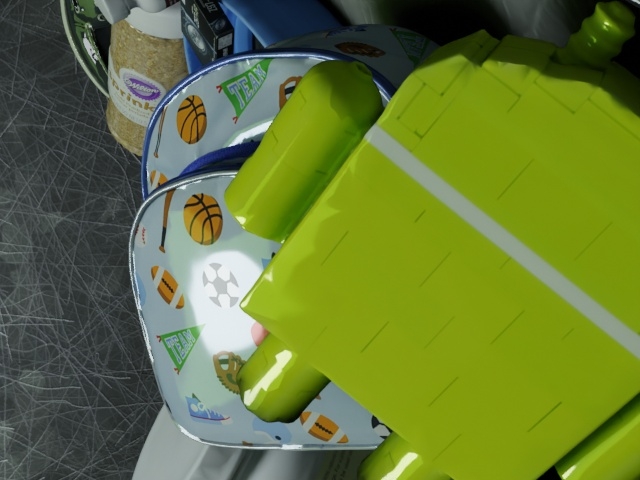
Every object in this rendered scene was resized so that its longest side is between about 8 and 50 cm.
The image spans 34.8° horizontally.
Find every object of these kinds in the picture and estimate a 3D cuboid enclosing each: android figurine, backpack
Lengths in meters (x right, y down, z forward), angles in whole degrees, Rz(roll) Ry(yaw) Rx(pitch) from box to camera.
[{"bbox_3d":[0.074,0.017,0.477,0.248,0.273,0.056,37,-149,2],"label":"android figurine"},{"bbox_3d":[0.000,0.000,0.656,0.213,0.276,0.263,-25,-75,-60],"label":"backpack"}]

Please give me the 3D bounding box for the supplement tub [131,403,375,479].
[{"bbox_3d":[0.007,0.246,0.978,0.325,0.235,0.235,31,179,-18],"label":"supplement tub"}]

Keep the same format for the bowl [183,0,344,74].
[{"bbox_3d":[-0.009,-0.062,0.970,0.391,0.077,0.391,55,162,27],"label":"bowl"}]

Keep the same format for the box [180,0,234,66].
[{"bbox_3d":[-0.098,-0.182,0.882,0.067,0.018,0.083,59,164,15],"label":"box"}]

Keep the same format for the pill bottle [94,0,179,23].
[{"bbox_3d":[-0.132,-0.253,0.890,0.086,0.152,0.086,55,170,15],"label":"pill bottle"}]

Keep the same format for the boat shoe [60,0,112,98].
[{"bbox_3d":[-0.270,-0.341,1.344,0.113,0.127,0.340,19,119,58],"label":"boat shoe"}]

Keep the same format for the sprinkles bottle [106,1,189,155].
[{"bbox_3d":[-0.183,-0.218,1.172,0.121,0.121,0.355,56,159,10],"label":"sprinkles bottle"}]

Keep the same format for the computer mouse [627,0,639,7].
[{"bbox_3d":[0.112,-0.146,0.329,0.106,0.042,0.193,56,177,40],"label":"computer mouse"}]
